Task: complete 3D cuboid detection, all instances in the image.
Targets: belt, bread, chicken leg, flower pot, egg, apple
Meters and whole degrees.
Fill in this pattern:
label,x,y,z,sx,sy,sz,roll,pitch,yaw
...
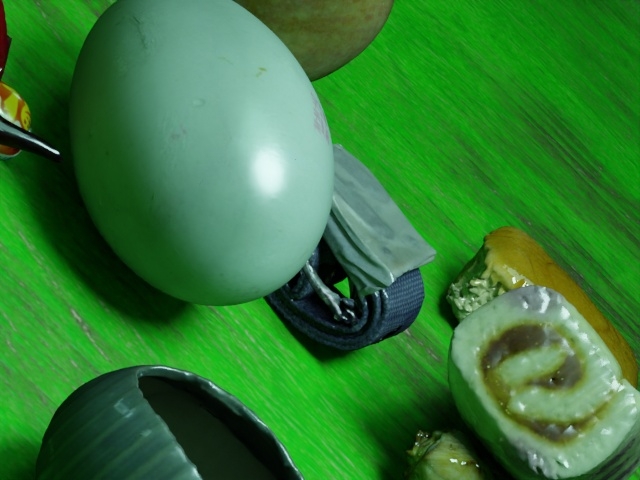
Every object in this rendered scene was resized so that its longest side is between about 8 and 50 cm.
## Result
label,x,y,z,sx,sy,sz,roll,pitch,yaw
belt,0.000,0.000,1.829,0.230,0.139,0.126,55,25,11
bread,0.253,0.100,2.105,0.245,0.121,0.174,45,26,1
bread,0.224,0.161,1.828,0.187,0.155,0.338,54,1,15
chicken leg,0.148,0.245,1.779,0.103,0.088,0.228,32,-4,44
flower pot,-0.104,0.204,1.357,0.243,0.157,0.189,54,28,12
egg,-0.114,-0.097,1.689,0.230,0.230,0.371,26,29,-38
apple,-0.055,-0.295,2.039,0.234,0.257,0.257,-5,57,-56

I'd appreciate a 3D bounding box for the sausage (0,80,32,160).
label,x,y,z,sx,sy,sz,roll,pitch,yaw
sausage,-0.343,-0.139,1.576,0.264,0.083,0.083,31,30,-33

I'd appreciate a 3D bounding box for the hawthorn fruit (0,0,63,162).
label,x,y,z,sx,sy,sz,roll,pitch,yaw
hawthorn fruit,-0.340,-0.132,1.315,0.369,0.285,0.285,30,30,-26
